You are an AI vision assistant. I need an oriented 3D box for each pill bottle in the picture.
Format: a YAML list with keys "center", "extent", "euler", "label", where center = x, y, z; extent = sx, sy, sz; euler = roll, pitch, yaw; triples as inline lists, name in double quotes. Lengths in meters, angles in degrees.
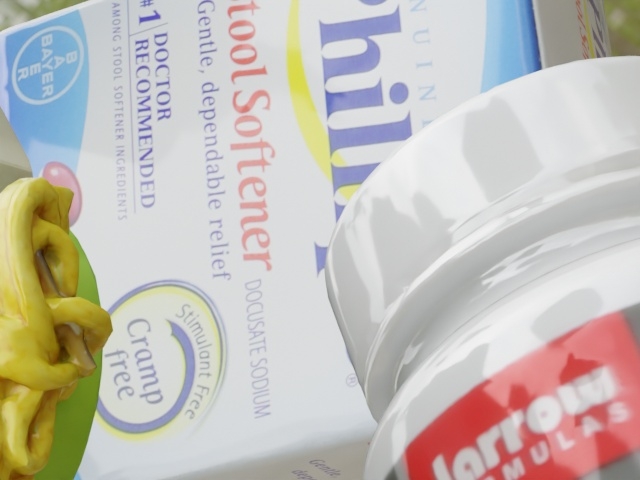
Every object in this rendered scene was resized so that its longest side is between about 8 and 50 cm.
- center: [0.104, 0.099, 0.506]
  extent: [0.161, 0.283, 0.161]
  euler: [-14, -35, -10]
  label: "pill bottle"

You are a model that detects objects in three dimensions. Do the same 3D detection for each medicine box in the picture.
- center: [0.000, 0.000, 0.951]
  extent: [0.289, 0.263, 0.149]
  euler: [-16, -27, 23]
  label: "medicine box"

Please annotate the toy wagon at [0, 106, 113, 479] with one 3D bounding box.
- center: [-0.149, 0.044, 0.498]
  extent: [0.344, 0.068, 0.267]
  euler: [-8, 72, 46]
  label: "toy wagon"
